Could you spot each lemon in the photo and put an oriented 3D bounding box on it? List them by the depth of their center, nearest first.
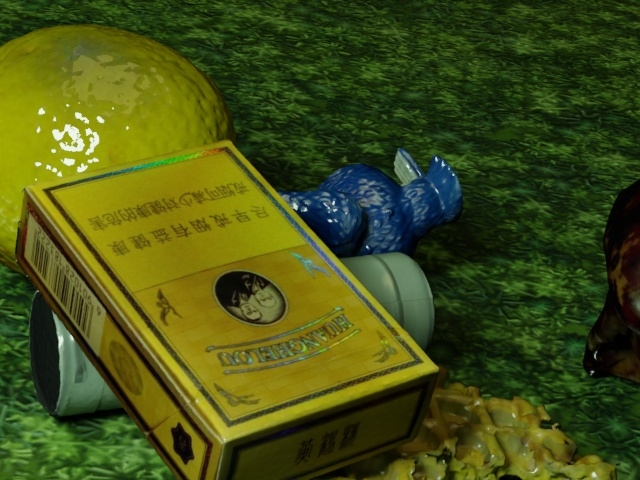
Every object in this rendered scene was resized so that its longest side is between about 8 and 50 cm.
[{"bbox_3d":[-0.207,-0.073,1.516,0.267,0.267,0.267,7,26,-3],"label":"lemon"}]

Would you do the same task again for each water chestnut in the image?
[{"bbox_3d":[0.357,0.039,1.457,0.244,0.289,0.289,14,26,21],"label":"water chestnut"}]

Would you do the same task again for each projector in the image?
[{"bbox_3d":[-0.072,0.076,1.413,0.337,0.108,0.108,-5,29,-26],"label":"projector"}]

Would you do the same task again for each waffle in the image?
[{"bbox_3d":[0.067,0.168,1.313,0.259,0.069,0.293,29,31,34],"label":"waffle"}]

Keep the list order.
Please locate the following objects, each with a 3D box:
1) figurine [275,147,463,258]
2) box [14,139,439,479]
[{"bbox_3d":[0.007,-0.002,1.597,0.262,0.121,0.164,-18,3,-4],"label":"figurine"},{"bbox_3d":[-0.077,0.054,1.278,0.192,0.084,0.301,-16,47,-32],"label":"box"}]
